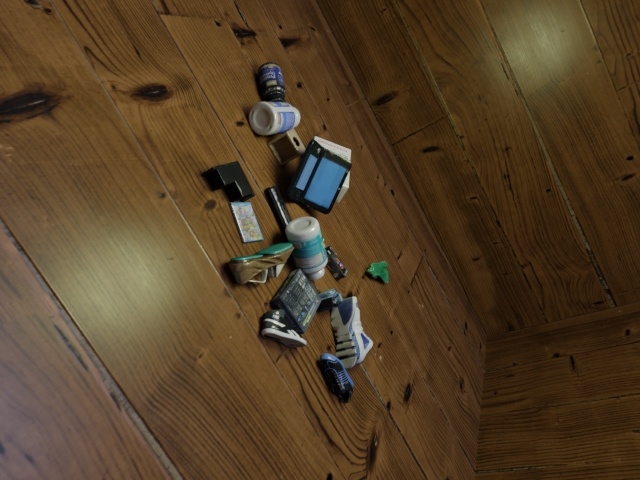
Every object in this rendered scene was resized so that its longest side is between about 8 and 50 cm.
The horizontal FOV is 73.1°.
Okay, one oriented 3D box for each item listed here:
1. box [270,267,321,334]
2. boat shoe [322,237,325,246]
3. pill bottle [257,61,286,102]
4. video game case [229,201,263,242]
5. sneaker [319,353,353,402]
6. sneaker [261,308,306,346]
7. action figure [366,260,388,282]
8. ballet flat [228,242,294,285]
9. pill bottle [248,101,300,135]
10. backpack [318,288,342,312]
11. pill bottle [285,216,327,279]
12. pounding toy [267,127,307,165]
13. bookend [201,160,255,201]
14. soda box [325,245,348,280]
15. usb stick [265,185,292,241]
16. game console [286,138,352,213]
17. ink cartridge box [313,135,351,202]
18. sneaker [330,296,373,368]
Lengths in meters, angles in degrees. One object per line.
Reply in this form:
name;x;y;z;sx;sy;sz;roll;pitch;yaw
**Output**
box;-0.094;0.248;1.771;0.183;0.059;0.232;57;31;-16
boat shoe;0.000;0.000;2.113;0.100;0.035;0.035;57;31;-14
pill bottle;-0.241;-0.776;2.182;0.123;0.123;0.219;14;58;-54
video game case;-0.295;-0.074;1.722;0.119;0.015;0.166;-11;79;-59
sneaker;0.067;0.570;1.781;0.232;0.082;0.090;55;25;-21
sneaker;-0.129;0.325;1.642;0.217;0.079;0.121;33;45;-41
action figure;0.323;0.176;2.471;0.232;0.064;0.137;13;61;-59
ballet flat;-0.216;0.096;1.655;0.342;0.116;0.123;-21;108;-59
pill bottle;-0.209;-0.588;2.075;0.272;0.153;0.152;-31;96;-60
backpack;0.041;0.262;1.930;0.114;0.105;0.084;-7;77;-64
pill bottle;-0.053;0.040;1.855;0.146;0.147;0.263;-66;148;-52
pounding toy;-0.118;-0.426;2.076;0.205;0.181;0.094;59;31;-13
bookend;-0.353;-0.214;1.670;0.157;0.073;0.156;63;31;-6
soda box;0.063;0.112;2.111;0.168;0.060;0.053;55;31;-18
usb stick;-0.166;-0.112;1.922;0.277;0.045;0.077;66;24;0
game console;-0.002;-0.289;2.018;0.174;0.292;0.250;25;6;12
ink cartridge box;0.031;-0.374;2.248;0.226;0.131;0.306;18;49;-14
sneaker;0.149;0.428;1.987;0.182;0.128;0.315;25;56;-53
